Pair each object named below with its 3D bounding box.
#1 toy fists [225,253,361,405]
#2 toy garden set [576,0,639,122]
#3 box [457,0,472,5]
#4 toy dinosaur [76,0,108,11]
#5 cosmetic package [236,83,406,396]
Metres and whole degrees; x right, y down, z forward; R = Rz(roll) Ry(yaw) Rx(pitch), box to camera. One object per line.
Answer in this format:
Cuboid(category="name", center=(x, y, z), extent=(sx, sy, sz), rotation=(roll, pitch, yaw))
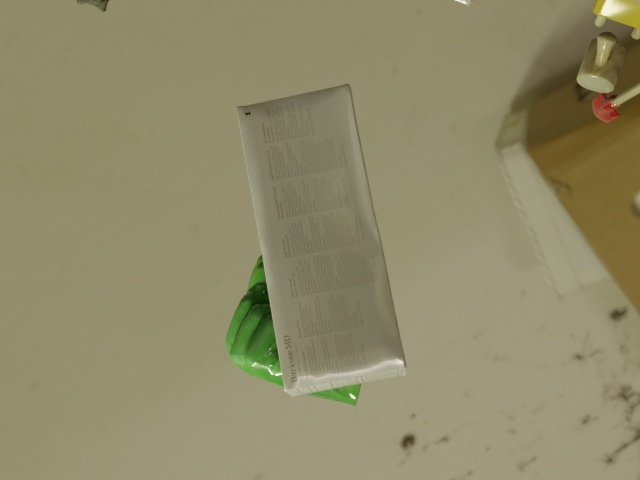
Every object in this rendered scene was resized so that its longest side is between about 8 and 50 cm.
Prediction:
Cuboid(category="toy fists", center=(-0.016, 0.073, 1.106), extent=(0.142, 0.096, 0.279), rotation=(11, -159, 2))
Cuboid(category="toy garden set", center=(0.263, -0.116, 0.695), extent=(0.203, 0.049, 0.244), rotation=(20, 169, 8))
Cuboid(category="box", center=(0.169, -0.375, 0.936), extent=(0.067, 0.324, 0.063), rotation=(23, -152, 5))
Cuboid(category="toy dinosaur", center=(-0.098, -0.198, 0.431), extent=(0.064, 0.118, 0.268), rotation=(33, 166, 22))
Cuboid(category="cosmetic package", center=(0.000, 0.000, 0.863), extent=(0.060, 0.098, 0.239), rotation=(77, -177, -76))
